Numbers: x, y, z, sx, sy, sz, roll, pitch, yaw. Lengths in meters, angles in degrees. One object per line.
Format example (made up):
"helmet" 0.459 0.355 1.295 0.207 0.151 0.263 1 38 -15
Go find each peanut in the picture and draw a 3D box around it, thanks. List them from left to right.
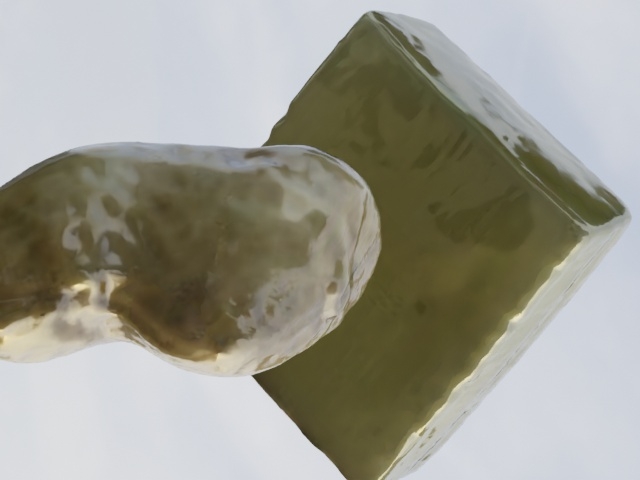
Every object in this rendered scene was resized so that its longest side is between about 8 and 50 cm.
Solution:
"peanut" -0.088 0.009 0.860 0.137 0.253 0.122 -100 -165 -51

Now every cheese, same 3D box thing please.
"cheese" 0.053 0.006 1.163 0.242 0.124 0.265 45 -68 19
